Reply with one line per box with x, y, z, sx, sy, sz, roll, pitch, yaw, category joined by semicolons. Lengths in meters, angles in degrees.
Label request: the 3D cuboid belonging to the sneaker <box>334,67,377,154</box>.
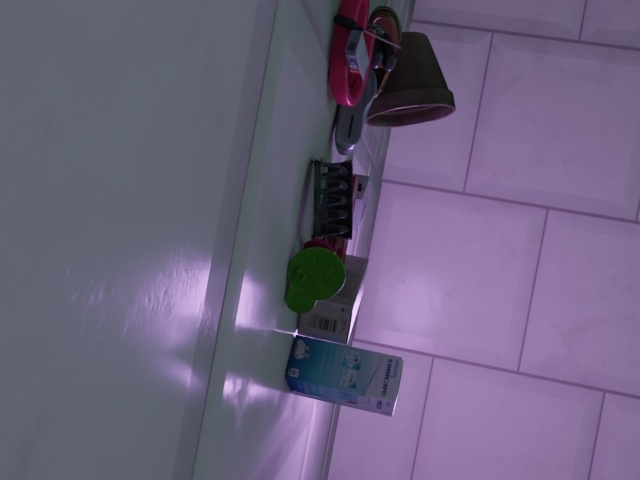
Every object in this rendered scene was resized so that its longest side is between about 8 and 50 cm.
0.084;-0.353;1.727;0.091;0.094;0.258;131;-21;-69;sneaker

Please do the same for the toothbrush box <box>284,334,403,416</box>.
0.068;0.370;1.728;0.216;0.296;0.126;84;18;-65;toothbrush box

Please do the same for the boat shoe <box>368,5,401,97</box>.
0.190;-0.581;2.008;0.307;0.111;0.104;89;13;-54;boat shoe

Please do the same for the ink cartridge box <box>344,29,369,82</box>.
0.085;-0.421;1.463;0.115;0.029;0.062;60;44;-66;ink cartridge box

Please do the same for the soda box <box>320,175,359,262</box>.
0.043;-0.053;1.772;0.092;0.083;0.263;-11;110;-81;soda box

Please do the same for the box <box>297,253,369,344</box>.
0.041;0.152;1.802;0.311;0.148;0.121;-59;159;-64;box

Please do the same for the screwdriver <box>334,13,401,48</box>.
0.110;-0.471;1.440;0.025;0.170;0.024;-165;-85;-79;screwdriver

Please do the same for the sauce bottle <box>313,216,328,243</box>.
0.000;0.000;1.688;0.042;0.042;0.128;-62;153;-65;sauce bottle

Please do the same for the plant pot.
0.304;-0.574;2.260;0.323;0.323;0.280;5;80;-82;plant pot

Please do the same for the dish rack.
0.028;-0.100;1.552;0.271;0.074;0.208;-12;101;-80;dish rack

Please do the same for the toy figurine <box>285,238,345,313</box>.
-0.016;0.067;1.497;0.173;0.130;0.159;-60;-172;19;toy figurine

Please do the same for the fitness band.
0.082;-0.473;1.548;0.209;0.054;0.290;17;83;-75;fitness band

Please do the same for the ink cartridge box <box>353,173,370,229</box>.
0.118;-0.135;2.207;0.175;0.072;0.127;-68;166;-56;ink cartridge box

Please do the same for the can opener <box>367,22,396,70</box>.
0.153;-0.530;1.770;0.283;0.076;0.095;-93;-162;-50;can opener
